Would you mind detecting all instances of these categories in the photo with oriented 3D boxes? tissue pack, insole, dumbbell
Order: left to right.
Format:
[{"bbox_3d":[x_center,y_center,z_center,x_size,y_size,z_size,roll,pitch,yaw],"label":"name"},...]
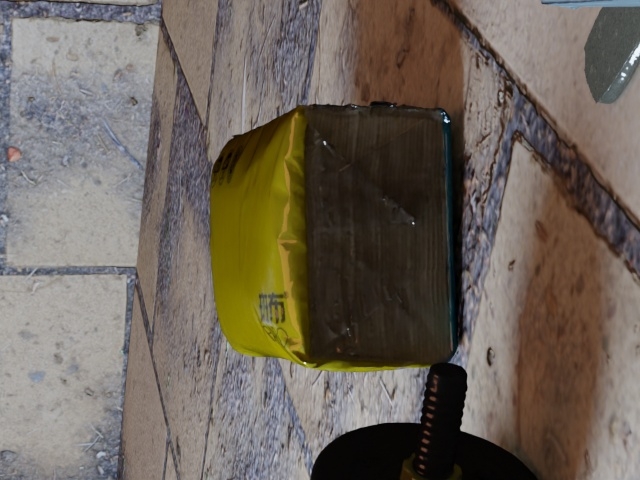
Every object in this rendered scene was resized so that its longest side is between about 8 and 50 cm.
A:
[{"bbox_3d":[0.000,0.000,1.104,0.271,0.134,0.192,171,99,-75],"label":"tissue pack"},{"bbox_3d":[0.055,0.220,0.867,0.143,0.143,0.325,-118,32,-61],"label":"dumbbell"},{"bbox_3d":[0.171,-0.140,0.711,0.192,0.010,0.063,110,157,-52],"label":"insole"}]

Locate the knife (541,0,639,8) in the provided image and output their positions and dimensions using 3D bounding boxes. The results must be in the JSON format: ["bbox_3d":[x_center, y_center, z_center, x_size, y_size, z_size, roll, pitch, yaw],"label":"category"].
[{"bbox_3d":[0.188,-0.091,0.513,0.331,0.080,0.044,-158,67,-70],"label":"knife"}]
